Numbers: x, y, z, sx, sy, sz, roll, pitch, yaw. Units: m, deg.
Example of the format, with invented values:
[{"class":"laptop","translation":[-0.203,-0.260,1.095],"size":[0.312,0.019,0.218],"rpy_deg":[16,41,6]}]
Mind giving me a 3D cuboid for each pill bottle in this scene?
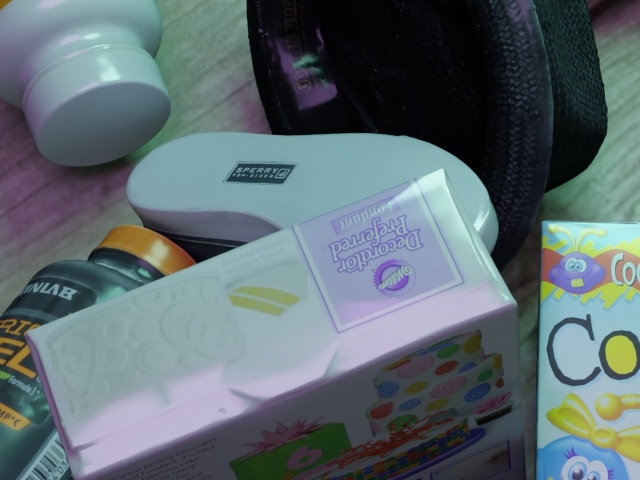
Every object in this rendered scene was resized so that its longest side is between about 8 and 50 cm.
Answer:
[{"class":"pill bottle","translation":[-0.169,0.102,1.180],"size":[0.130,0.130,0.246],"rpy_deg":[24,57,18]},{"class":"pill bottle","translation":[-0.196,-0.181,1.326],"size":[0.136,0.136,0.246],"rpy_deg":[-22,63,-3]}]

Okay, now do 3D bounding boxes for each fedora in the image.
[{"class":"fedora","translation":[0.089,-0.131,1.229],"size":[0.152,0.334,0.334],"rpy_deg":[-13,59,-33]}]

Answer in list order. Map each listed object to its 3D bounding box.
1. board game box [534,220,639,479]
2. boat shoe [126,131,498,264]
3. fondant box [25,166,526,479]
[{"class":"board game box","translation":[0.203,0.141,1.115],"size":[0.142,0.144,0.275],"rpy_deg":[1,66,7]},{"class":"boat shoe","translation":[0.000,0.000,1.180],"size":[0.301,0.102,0.108],"rpy_deg":[6,49,41]},{"class":"fondant box","translation":[-0.008,0.111,1.054],"size":[0.238,0.330,0.096],"rpy_deg":[-22,64,-4]}]
